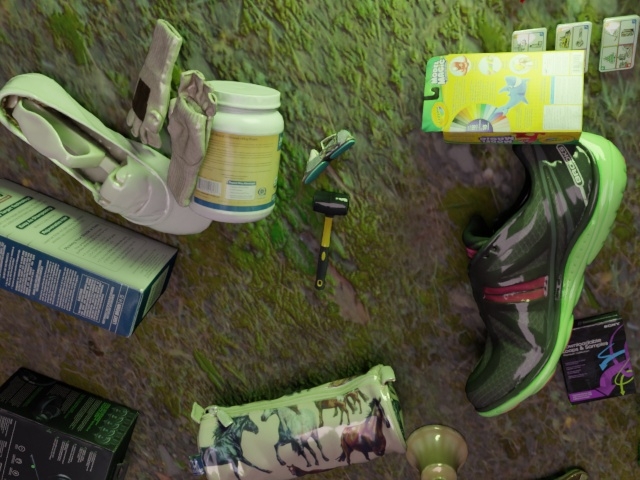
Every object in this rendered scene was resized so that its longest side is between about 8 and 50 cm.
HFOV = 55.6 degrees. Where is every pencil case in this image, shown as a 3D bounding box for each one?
[{"bbox_3d":[-0.035,0.349,1.136,0.410,0.160,0.183,-17,123,13],"label":"pencil case"}]

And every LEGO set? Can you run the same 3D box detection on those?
[{"bbox_3d":[0.366,-0.365,0.883,0.183,0.060,0.244,-5,122,9],"label":"LEGO set"}]

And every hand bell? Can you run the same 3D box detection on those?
[{"bbox_3d":[0.218,0.462,1.105,0.126,0.242,0.126,2,111,6],"label":"hand bell"}]

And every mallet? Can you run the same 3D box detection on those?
[{"bbox_3d":[0.000,0.000,1.066,0.062,0.039,0.189,16,116,1],"label":"mallet"}]

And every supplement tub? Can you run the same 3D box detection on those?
[{"bbox_3d":[-0.135,-0.142,0.965,0.144,0.144,0.199,10,112,3],"label":"supplement tub"}]

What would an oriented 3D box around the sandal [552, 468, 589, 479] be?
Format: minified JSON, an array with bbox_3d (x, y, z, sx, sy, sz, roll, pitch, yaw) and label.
[{"bbox_3d":[0.444,0.501,1.203,0.180,0.049,0.072,-31,111,2],"label":"sandal"}]

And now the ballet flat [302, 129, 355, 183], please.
[{"bbox_3d":[0.006,-0.143,1.010,0.114,0.041,0.041,-40,102,18],"label":"ballet flat"}]

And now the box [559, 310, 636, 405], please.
[{"bbox_3d":[0.492,0.214,1.092,0.116,0.029,0.162,-16,107,12],"label":"box"}]

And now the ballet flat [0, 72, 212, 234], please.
[{"bbox_3d":[-0.365,-0.123,1.008,0.400,0.139,0.139,37,111,-8],"label":"ballet flat"}]

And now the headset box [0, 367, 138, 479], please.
[{"bbox_3d":[-0.536,0.435,1.243,0.283,0.131,0.246,21,112,-2],"label":"headset box"}]

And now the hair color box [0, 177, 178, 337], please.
[{"bbox_3d":[-0.446,0.025,1.051,0.347,0.174,0.105,23,113,-2],"label":"hair color box"}]

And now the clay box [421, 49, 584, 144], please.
[{"bbox_3d":[0.267,-0.209,0.899,0.222,0.053,0.127,3,78,17],"label":"clay box"}]

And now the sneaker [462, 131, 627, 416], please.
[{"bbox_3d":[0.318,0.055,0.989,0.202,0.185,0.482,16,103,9],"label":"sneaker"}]

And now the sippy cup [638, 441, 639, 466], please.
[{"bbox_3d":[0.711,0.429,1.045,0.306,0.224,0.240,4,112,5],"label":"sippy cup"}]

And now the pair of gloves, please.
[{"bbox_3d":[-0.233,-0.194,0.928,0.240,0.042,0.204,56,135,30],"label":"pair of gloves"}]
